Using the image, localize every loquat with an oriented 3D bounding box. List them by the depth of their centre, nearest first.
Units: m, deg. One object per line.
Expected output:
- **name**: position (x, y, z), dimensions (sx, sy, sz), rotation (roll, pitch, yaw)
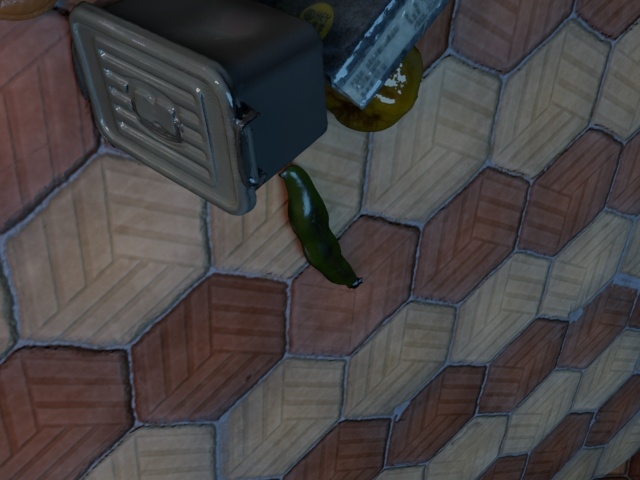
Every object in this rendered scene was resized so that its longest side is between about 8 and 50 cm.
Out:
- **loquat**: position (0.054, -0.197, 1.019), dimensions (0.137, 0.113, 0.137), rotation (-9, 131, -10)

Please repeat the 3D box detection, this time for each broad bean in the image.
- **broad bean**: position (-0.001, 0.001, 1.182), dimensions (0.060, 0.043, 0.297), rotation (-49, 143, -17)

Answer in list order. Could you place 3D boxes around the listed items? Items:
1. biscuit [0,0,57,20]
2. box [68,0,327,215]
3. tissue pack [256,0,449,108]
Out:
- **biscuit**: position (-0.269, -0.252, 0.743), dimensions (0.102, 0.019, 0.130), rotation (-29, 137, -24)
- **box**: position (-0.110, -0.150, 0.817), dimensions (0.135, 0.243, 0.163), rotation (-39, 141, -31)
- **tissue pack**: position (0.054, -0.284, 0.884), dimensions (0.257, 0.185, 0.081), rotation (-52, 141, 5)
